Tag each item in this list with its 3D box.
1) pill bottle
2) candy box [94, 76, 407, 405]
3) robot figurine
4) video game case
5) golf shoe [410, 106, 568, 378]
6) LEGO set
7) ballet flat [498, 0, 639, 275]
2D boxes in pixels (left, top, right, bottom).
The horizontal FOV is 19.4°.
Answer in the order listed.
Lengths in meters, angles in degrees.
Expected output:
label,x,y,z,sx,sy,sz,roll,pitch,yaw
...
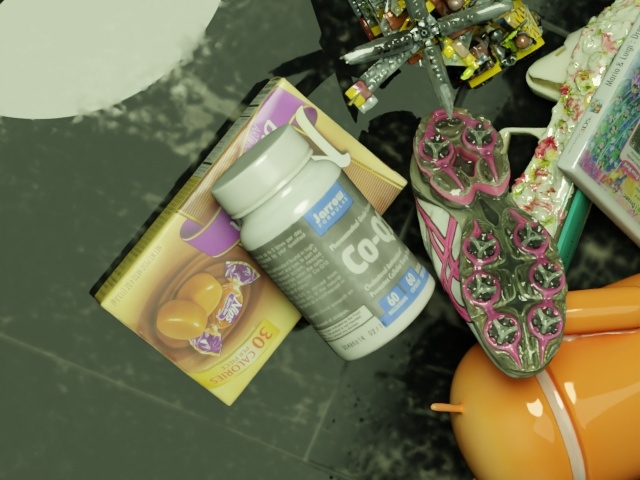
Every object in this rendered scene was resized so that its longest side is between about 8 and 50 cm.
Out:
label,x,y,z,sx,sy,sz,roll,pitch,yaw
pill bottle,0.000,0.000,1.147,0.078,0.078,0.137,-42,102,-6
candy box,-0.045,0.000,1.204,0.109,0.053,0.187,40,86,-11
robot figurine,0.178,0.098,1.216,0.219,0.158,0.128,-22,79,-9
video game case,0.229,-0.073,1.225,0.157,0.019,0.143,38,79,-45
golf shoe,0.105,0.010,1.164,0.067,0.086,0.186,-10,58,-10
LEGO set,0.077,-0.255,1.142,0.255,0.192,0.331,-23,97,-9
ballet flat,0.159,-0.073,1.231,0.077,0.091,0.241,23,83,21
